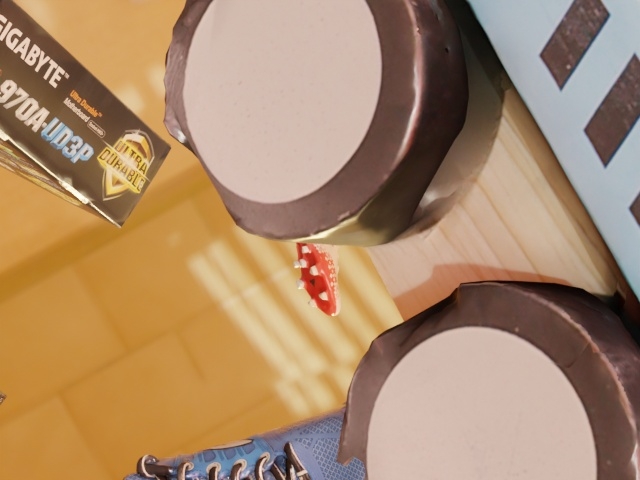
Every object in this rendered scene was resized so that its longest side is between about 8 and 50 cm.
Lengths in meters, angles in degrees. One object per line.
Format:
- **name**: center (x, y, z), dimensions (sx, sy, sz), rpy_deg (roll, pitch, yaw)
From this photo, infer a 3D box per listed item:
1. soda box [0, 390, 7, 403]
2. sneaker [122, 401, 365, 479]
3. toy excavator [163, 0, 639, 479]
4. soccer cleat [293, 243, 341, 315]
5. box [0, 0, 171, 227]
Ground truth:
- **soda box**: center (-0.286, 0.150, 1.212), dimensions (0.053, 0.169, 0.060), rpy_deg (36, -3, 19)
- **sneaker**: center (-0.048, 0.194, 1.245), dimensions (0.330, 0.147, 0.129), rpy_deg (-33, -112, 44)
- **toy excavator**: center (0.226, -0.023, 0.533), dimensions (0.222, 0.445, 0.433), rpy_deg (4, 52, -53)
- **soccer cleat**: center (0.000, 0.000, 0.997), dimensions (0.029, 0.036, 0.083), rpy_deg (-44, -116, 59)
- **box**: center (-0.197, -0.097, 0.851), dimensions (0.220, 0.051, 0.175), rpy_deg (27, -9, 27)
